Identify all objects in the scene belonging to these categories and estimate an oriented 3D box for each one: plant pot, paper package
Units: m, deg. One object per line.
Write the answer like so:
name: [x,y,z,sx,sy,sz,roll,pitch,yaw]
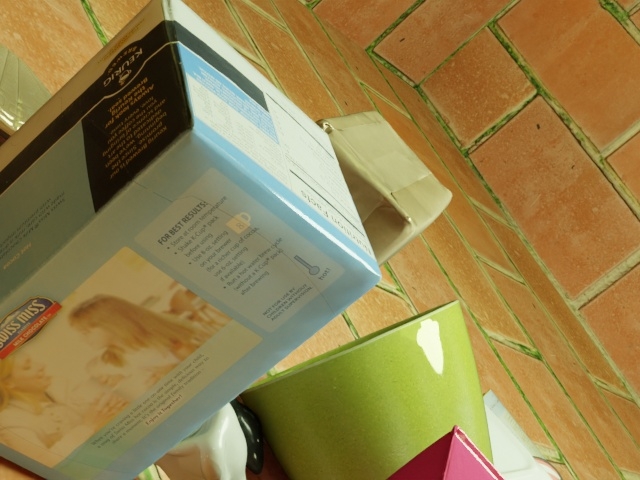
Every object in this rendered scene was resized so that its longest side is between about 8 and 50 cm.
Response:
plant pot: [0.089,0.254,1.294,0.294,0.274,0.275,67,19,4]
paper package: [-0.025,0.006,1.374,0.168,0.325,0.309,50,18,3]

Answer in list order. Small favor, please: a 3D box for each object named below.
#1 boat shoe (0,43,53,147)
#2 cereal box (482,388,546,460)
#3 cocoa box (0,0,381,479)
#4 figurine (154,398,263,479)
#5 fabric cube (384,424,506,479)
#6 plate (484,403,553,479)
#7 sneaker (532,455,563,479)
boat shoe: [-0.343,-0.131,1.285,0.285,0.092,0.103,38,39,-38]
cereal box: [0.335,0.375,1.942,0.240,0.047,0.173,52,17,10]
cocoa box: [-0.164,0.013,0.977,0.231,0.347,0.228,38,21,-35]
figurine: [-0.099,0.203,1.136,0.215,0.092,0.209,-106,172,-52]
fabric cube: [0.098,0.374,1.007,0.259,0.258,0.254,49,16,-1]
plate: [0.167,0.265,1.540,0.277,0.045,0.278,2,33,-40]
sneaker: [0.265,0.392,1.677,0.313,0.116,0.136,24,39,-39]
